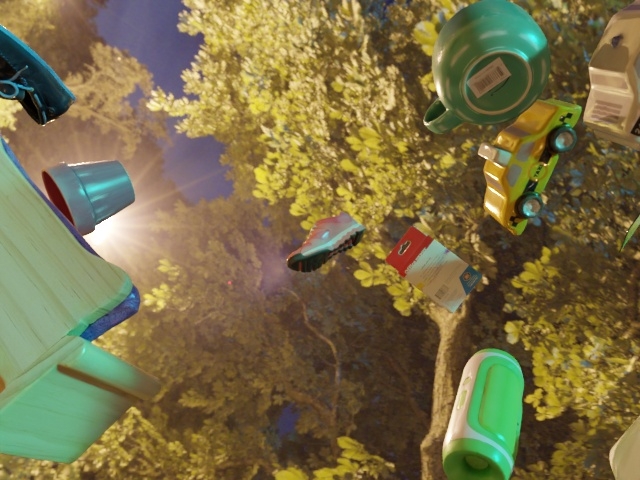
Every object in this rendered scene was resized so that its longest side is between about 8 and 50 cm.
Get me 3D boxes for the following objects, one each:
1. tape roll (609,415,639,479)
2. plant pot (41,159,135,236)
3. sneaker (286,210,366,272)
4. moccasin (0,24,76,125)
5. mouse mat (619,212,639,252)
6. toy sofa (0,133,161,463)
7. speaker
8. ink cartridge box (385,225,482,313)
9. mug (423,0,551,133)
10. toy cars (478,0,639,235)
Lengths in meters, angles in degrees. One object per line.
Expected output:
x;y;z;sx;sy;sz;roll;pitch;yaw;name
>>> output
0.626;0.405;0.804;0.286;0.286;0.100;49;-56;47;tape roll
-0.610;-0.128;1.351;0.201;0.180;0.201;33;-43;37;plant pot
0.000;0.000;1.733;0.136;0.314;0.116;51;-28;24;sneaker
-0.622;-0.333;1.038;0.138;0.342;0.116;33;-100;13;moccasin
0.727;-0.069;1.130;0.007;0.152;0.189;33;-94;30;mouse mat
-0.321;0.041;0.545;0.363;0.150;0.177;38;-107;26;toy sofa
0.328;0.345;1.000;0.131;0.131;0.296;-32;-172;35;speaker
0.308;0.079;1.394;0.231;0.078;0.134;38;-89;13;ink cartridge box
0.198;-0.192;0.601;0.097;0.130;0.157;-81;173;-51;mug
0.297;-0.154;0.609;0.393;0.087;0.176;124;-23;-59;toy cars
